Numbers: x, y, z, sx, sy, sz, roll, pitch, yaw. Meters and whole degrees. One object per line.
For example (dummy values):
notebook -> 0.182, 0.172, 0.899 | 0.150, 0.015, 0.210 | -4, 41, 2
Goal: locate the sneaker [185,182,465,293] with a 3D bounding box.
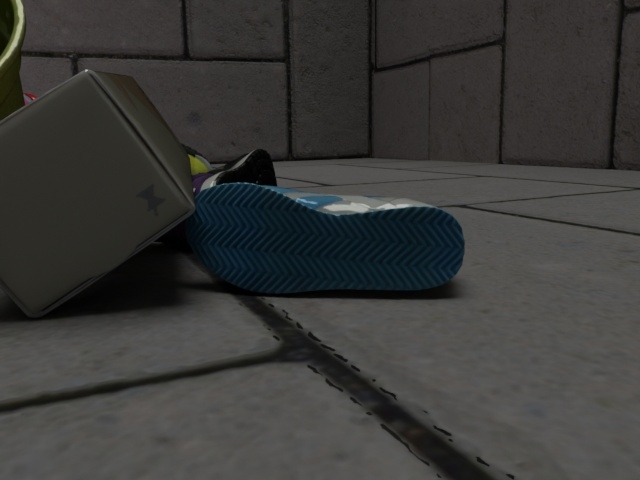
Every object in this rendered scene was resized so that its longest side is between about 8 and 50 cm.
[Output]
sneaker -> 0.000, 0.000, 0.478 | 0.228, 0.087, 0.092 | 7, 4, 7

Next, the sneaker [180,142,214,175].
sneaker -> -0.346, -0.100, 0.986 | 0.384, 0.145, 0.147 | 3, 46, -44

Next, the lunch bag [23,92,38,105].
lunch bag -> -0.683, -0.204, 1.153 | 0.293, 0.258, 0.120 | 5, 13, 30

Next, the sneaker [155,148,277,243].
sneaker -> -0.142, -0.060, 0.751 | 0.124, 0.107, 0.283 | -5, 9, 13

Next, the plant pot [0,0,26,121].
plant pot -> -0.441, -0.132, 0.627 | 0.276, 0.276, 0.254 | -3, -32, -12

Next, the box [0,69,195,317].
box -> -0.209, -0.066, 0.523 | 0.148, 0.121, 0.311 | -35, 20, -4
